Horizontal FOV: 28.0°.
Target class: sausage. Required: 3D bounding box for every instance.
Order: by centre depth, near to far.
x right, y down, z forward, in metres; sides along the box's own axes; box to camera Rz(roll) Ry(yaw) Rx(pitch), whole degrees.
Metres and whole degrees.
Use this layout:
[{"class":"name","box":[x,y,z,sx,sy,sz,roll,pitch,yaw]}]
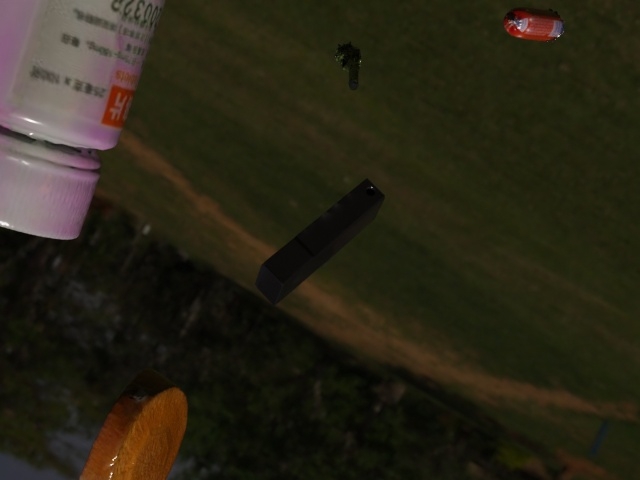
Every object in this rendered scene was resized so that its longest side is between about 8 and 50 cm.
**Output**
[{"class":"sausage","box":[0.283,-0.294,1.747,0.050,0.048,0.145,3,-172,32]}]

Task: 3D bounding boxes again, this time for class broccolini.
[{"class":"broccolini","box":[0.055,-0.301,2.251,0.051,0.054,0.239,0,-160,-4]}]

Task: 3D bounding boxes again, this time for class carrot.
[{"class":"carrot","box":[-0.317,0.345,2.140,0.100,0.258,0.307,22,136,12]}]

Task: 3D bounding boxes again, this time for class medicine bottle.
[{"class":"medicine bottle","box":[-0.326,-0.212,1.551,0.219,0.388,0.219,18,-176,-1]}]

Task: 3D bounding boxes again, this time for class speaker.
[{"class":"speaker","box":[0.000,0.000,1.872,0.044,0.218,0.082,44,155,11]}]
